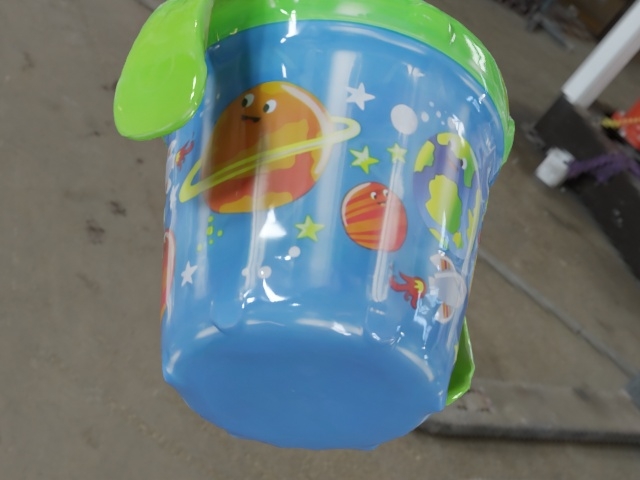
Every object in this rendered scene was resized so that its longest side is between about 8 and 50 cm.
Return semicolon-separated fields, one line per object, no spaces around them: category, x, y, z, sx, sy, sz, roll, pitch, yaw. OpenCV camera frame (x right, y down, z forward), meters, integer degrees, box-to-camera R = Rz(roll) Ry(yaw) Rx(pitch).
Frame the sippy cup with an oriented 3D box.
sippy cup;0.000;0.000;0.712;0.305;0.240;0.224;18;54;-17
